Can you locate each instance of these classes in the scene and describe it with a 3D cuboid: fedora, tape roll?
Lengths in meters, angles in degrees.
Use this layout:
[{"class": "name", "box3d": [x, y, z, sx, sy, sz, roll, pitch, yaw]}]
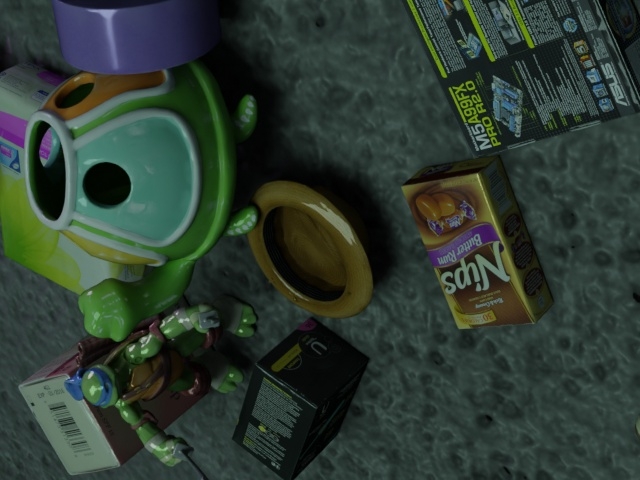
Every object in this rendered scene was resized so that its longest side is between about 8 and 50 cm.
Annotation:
[{"class": "fedora", "box3d": [0.000, 0.000, 1.697, 0.194, 0.079, 0.194, 22, 134, 25]}, {"class": "tape roll", "box3d": [-0.211, -0.264, 1.619, 0.189, 0.189, 0.080, 16, 126, 32]}]

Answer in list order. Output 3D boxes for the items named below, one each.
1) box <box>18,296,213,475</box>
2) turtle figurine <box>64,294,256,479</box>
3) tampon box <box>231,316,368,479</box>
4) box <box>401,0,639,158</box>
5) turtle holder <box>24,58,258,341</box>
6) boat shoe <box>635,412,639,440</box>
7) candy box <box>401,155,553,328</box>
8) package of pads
[{"class": "box", "box3d": [-0.268, 0.194, 1.939, 0.126, 0.232, 0.149, -18, 105, 45]}, {"class": "turtle figurine", "box3d": [-0.155, 0.178, 1.795, 0.274, 0.266, 0.198, -12, 96, 30]}, {"class": "tampon box", "box3d": [-0.028, 0.206, 1.827, 0.101, 0.120, 0.161, 35, 134, 17]}, {"class": "box", "box3d": [0.192, -0.232, 1.395, 0.216, 0.060, 0.270, -15, 107, 45]}, {"class": "turtle holder", "box3d": [-0.231, -0.070, 1.678, 0.243, 0.227, 0.320, 52, 135, 31]}, {"class": "boat shoe", "box3d": [0.457, 0.215, 1.457, 0.257, 0.095, 0.095, 24, 117, 18]}, {"class": "candy box", "box3d": [0.176, 0.005, 1.572, 0.109, 0.053, 0.187, -9, 113, 42]}, {"class": "package of pads", "box3d": [-0.333, -0.070, 1.917, 0.229, 0.101, 0.297, 25, 132, 28]}]
